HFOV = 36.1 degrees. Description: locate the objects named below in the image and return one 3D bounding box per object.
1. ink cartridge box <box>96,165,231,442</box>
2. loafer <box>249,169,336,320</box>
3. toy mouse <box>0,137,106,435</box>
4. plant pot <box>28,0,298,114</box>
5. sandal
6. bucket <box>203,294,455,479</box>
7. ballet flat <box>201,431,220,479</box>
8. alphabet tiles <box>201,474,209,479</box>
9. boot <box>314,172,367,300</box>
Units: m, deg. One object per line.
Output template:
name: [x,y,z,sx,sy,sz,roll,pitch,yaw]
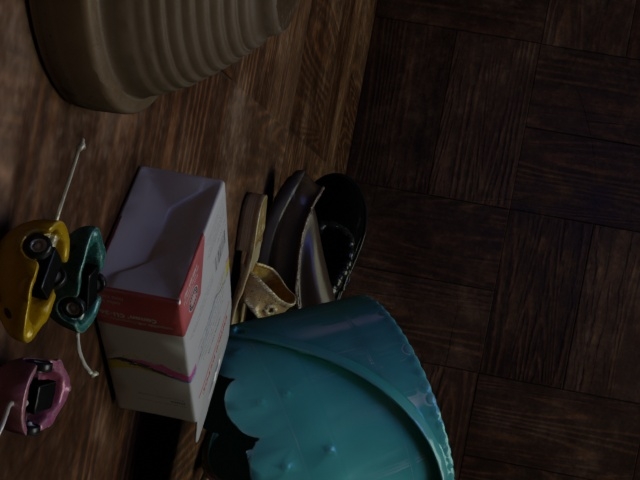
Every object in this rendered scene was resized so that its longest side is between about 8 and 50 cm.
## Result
ink cartridge box: [-0.113,0.056,0.740,0.198,0.067,0.115,93,9,-50]
loafer: [-0.030,0.078,1.422,0.134,0.130,0.365,-66,166,-72]
toy mouse: [-0.146,0.046,0.520,0.143,0.031,0.161,89,12,-67]
plant pot: [-0.064,-0.181,0.538,0.237,0.110,0.237,10,90,-84]
sandal: [-0.068,0.060,1.232,0.088,0.079,0.240,-69,169,-67]
bucket: [-0.005,0.192,0.951,0.281,0.183,0.281,161,-90,-74]
ballet flat: [-0.109,0.249,1.281,0.079,0.077,0.221,-59,-171,35]
alphabet tiles: [-0.170,0.443,1.277,0.342,0.011,0.285,-64,164,-74]
boot: [0.004,0.002,1.676,0.260,0.131,0.347,89,12,-68]
